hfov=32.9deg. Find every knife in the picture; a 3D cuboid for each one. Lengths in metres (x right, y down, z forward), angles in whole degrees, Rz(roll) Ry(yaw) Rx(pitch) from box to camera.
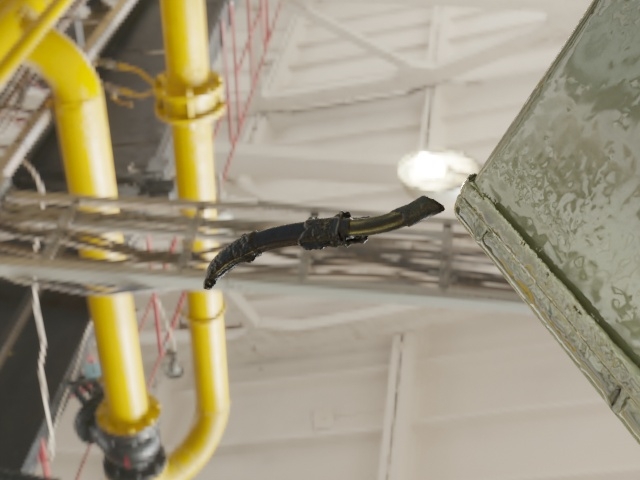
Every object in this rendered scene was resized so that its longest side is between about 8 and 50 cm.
[{"bbox_3d":[-0.001,-0.005,0.906,0.222,0.021,0.045,-17,-127,20],"label":"knife"}]

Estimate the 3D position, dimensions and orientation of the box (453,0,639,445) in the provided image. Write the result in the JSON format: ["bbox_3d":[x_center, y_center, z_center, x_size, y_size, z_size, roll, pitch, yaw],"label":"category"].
[{"bbox_3d":[0.290,-0.058,0.712,0.177,0.343,0.352,18,-157,-27],"label":"box"}]
